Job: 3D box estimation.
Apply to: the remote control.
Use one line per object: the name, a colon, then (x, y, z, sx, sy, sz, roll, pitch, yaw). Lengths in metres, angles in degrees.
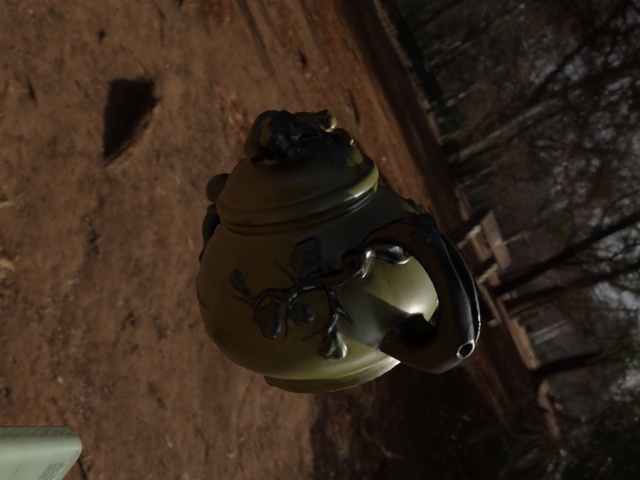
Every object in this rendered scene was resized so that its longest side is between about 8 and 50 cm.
remote control: (-0.289, 0.214, 0.766, 0.038, 0.090, 0.309, 36, -10, 7)

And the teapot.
teapot: (0.000, 0.000, 0.562, 0.269, 0.173, 0.183, 16, -54, 53)
